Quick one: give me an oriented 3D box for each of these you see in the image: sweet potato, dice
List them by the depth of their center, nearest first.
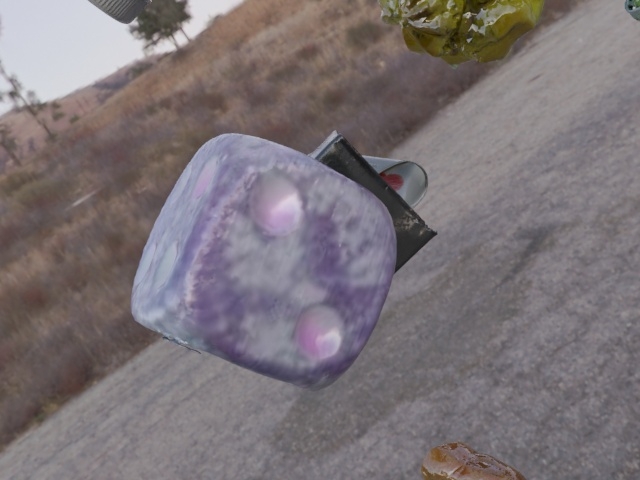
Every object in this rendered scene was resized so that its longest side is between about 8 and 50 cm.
[{"bbox_3d":[-0.079,0.033,0.982,0.270,0.270,0.271,1,67,66],"label":"dice"},{"bbox_3d":[0.259,0.362,1.006,0.251,0.097,0.097,24,41,24],"label":"sweet potato"}]

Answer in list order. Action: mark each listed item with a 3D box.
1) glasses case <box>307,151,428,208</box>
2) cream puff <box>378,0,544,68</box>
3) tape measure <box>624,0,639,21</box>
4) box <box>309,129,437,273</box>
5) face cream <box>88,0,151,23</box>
[{"bbox_3d":[0.089,-0.143,1.695,0.308,0.083,0.128,9,42,16],"label":"glasses case"},{"bbox_3d":[0.289,-0.529,1.548,0.378,0.378,0.275,-26,20,40],"label":"cream puff"},{"bbox_3d":[0.543,-0.359,1.028,0.200,0.175,0.106,-40,-15,7],"label":"tape measure"},{"bbox_3d":[0.000,0.000,1.365,0.345,0.251,0.204,-43,9,9],"label":"box"},{"bbox_3d":[-0.174,-0.317,0.603,0.187,0.201,0.201,-45,7,7],"label":"face cream"}]
